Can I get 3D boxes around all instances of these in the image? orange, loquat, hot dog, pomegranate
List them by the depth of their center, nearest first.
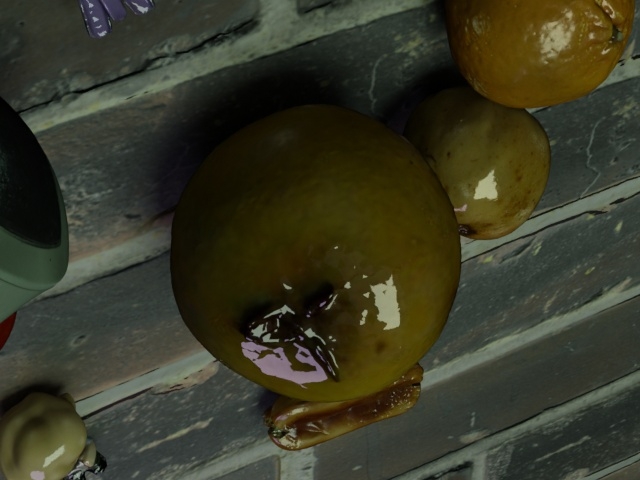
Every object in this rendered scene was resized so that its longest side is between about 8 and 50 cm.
[{"bbox_3d":[0.243,-0.249,1.939,0.219,0.193,0.219,-13,122,-21],"label":"orange"},{"bbox_3d":[0.000,0.000,1.944,0.328,0.359,0.328,7,123,11],"label":"loquat"},{"bbox_3d":[0.187,-0.105,2.058,0.196,0.196,0.196,-22,142,-18],"label":"pomegranate"},{"bbox_3d":[0.033,0.216,2.396,0.249,0.068,0.100,-15,130,-29],"label":"hot dog"}]

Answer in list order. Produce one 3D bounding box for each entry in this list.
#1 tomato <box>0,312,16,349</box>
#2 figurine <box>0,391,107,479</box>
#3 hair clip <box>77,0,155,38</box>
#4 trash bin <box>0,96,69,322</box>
[{"bbox_3d":[-0.394,0.094,1.898,0.159,0.091,0.139,-14,141,-30],"label":"tomato"},{"bbox_3d":[-0.324,0.262,2.140,0.114,0.108,0.196,-30,150,-1],"label":"figurine"},{"bbox_3d":[-0.226,-0.301,1.594,0.137,0.090,0.278,-32,149,-5],"label":"hair clip"},{"bbox_3d":[-0.442,0.026,1.632,0.432,0.280,0.280,-40,144,13],"label":"trash bin"}]
